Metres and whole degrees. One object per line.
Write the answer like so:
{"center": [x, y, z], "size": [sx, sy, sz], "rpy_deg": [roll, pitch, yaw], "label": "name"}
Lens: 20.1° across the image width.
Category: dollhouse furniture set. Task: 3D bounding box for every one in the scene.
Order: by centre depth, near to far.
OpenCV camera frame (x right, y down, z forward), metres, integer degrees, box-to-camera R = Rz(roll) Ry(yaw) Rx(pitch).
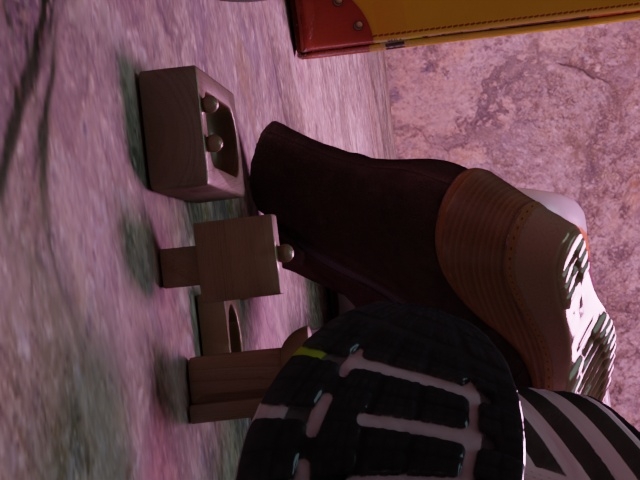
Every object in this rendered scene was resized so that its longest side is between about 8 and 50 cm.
{"center": [0.000, 0.000, 0.806], "size": [0.144, 0.123, 0.151], "rpy_deg": [17, 67, -85], "label": "dollhouse furniture set"}

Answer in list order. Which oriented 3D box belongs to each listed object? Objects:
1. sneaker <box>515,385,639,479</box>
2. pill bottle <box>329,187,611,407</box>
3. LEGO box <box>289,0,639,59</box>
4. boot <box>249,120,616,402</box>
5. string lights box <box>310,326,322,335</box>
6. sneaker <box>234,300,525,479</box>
{"center": [0.105, 0.240, 0.887], "size": [0.169, 0.257, 0.447], "rpy_deg": [82, 5, -48], "label": "sneaker"}
{"center": [0.132, 0.170, 1.487], "size": [0.224, 0.224, 0.392], "rpy_deg": [62, 22, -76], "label": "pill bottle"}
{"center": [0.203, -0.375, 1.444], "size": [0.193, 0.500, 0.373], "rpy_deg": [-85, 168, -63], "label": "LEGO box"}
{"center": [0.069, 0.037, 1.103], "size": [0.090, 0.207, 0.248], "rpy_deg": [-53, 148, -31], "label": "boot"}
{"center": [0.043, 0.188, 1.309], "size": [0.133, 0.076, 0.260], "rpy_deg": [19, 65, -84], "label": "string lights box"}
{"center": [0.005, 0.165, 0.701], "size": [0.121, 0.111, 0.300], "rpy_deg": [101, 5, -67], "label": "sneaker"}
